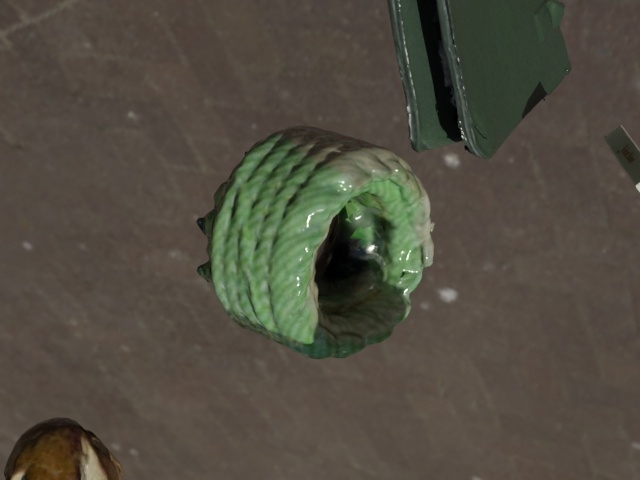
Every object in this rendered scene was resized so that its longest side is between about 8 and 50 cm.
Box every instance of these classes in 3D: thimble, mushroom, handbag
[{"bbox_3d":[0.000,0.000,1.239,0.150,0.219,0.219,21,153,40],"label":"thimble"},{"bbox_3d":[-0.148,0.190,0.705,0.061,0.187,0.060,7,178,5],"label":"mushroom"},{"bbox_3d":[0.146,-0.228,1.180,0.079,0.260,0.247,4,119,31],"label":"handbag"}]

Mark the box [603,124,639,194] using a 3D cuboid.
[{"bbox_3d":[0.307,-0.019,1.127,0.024,0.090,0.167,-36,119,13],"label":"box"}]
